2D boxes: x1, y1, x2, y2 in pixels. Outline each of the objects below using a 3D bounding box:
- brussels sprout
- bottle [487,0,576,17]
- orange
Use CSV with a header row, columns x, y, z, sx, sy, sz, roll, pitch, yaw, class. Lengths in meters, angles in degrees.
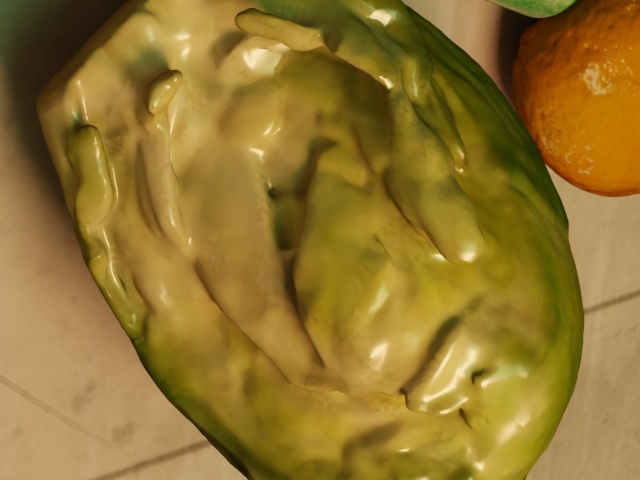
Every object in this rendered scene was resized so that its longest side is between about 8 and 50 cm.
x,y,z,sx,sy,sz,roll,pitch,yaw,class
0.000,0.000,1.022,0.276,0.315,0.371,-34,97,13,brussels sprout
0.046,-0.224,1.068,0.330,0.093,0.093,14,104,-41,bottle
0.222,-0.118,1.215,0.155,0.177,0.177,42,83,-4,orange
